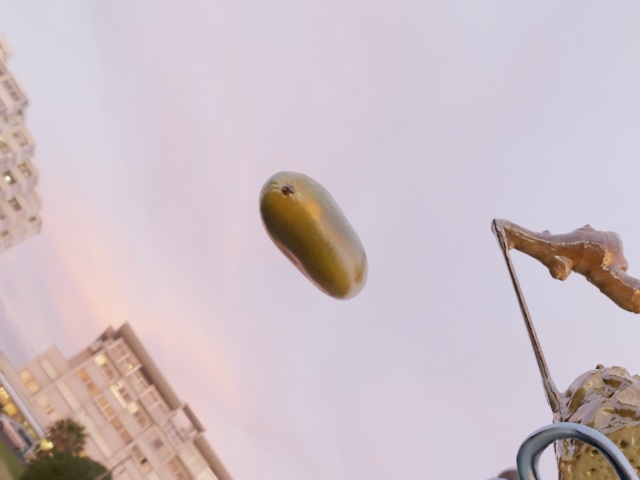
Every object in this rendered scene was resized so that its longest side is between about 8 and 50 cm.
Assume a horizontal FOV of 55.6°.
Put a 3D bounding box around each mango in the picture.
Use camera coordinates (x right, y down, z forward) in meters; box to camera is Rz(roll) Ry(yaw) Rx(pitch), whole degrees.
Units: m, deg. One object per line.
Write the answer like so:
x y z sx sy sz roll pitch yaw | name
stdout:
0.001 -0.001 0.700 0.191 0.085 0.122 49 -15 -30 | mango

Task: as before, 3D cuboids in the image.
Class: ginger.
0.493 0.027 1.193 0.333 0.148 0.081 21 -12 23 | ginger

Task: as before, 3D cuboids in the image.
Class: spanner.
0.302 0.104 0.906 0.071 0.017 0.302 46 29 -68 | spanner

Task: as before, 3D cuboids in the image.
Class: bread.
0.463 0.331 0.955 0.238 0.252 0.196 -44 -97 13 | bread

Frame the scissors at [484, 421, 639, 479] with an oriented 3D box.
0.205 0.232 0.360 0.256 0.030 0.125 44 -70 20 | scissors
